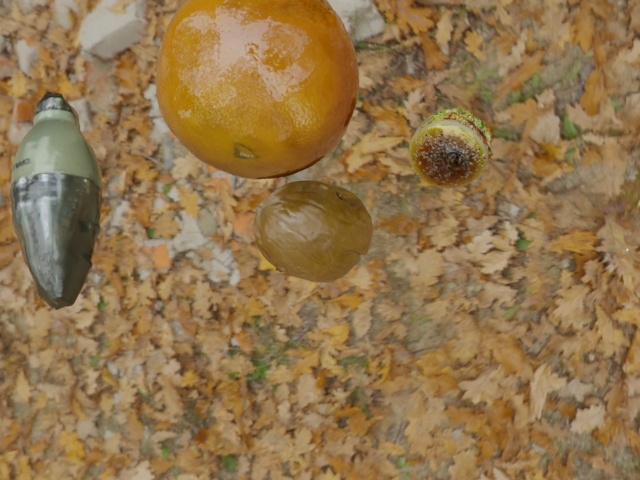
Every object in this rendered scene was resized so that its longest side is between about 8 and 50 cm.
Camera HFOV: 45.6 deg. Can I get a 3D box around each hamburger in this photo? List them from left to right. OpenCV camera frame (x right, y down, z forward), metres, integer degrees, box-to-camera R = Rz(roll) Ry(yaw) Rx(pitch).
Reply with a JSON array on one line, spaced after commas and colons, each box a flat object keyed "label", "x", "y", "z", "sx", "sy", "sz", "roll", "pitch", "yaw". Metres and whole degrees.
[{"label": "hamburger", "x": 0.207, "y": -0.145, "z": 1.210, "sx": 0.141, "sy": 0.081, "sz": 0.126, "roll": -36, "pitch": 110, "yaw": 31}]

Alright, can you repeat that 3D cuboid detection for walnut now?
[{"label": "walnut", "x": -0.001, "y": 0.001, "z": 1.180, "sx": 0.167, "sy": 0.211, "sz": 0.087, "roll": -59, "pitch": 37, "yaw": 16}]

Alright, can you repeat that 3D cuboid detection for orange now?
[{"label": "orange", "x": -0.079, "y": -0.201, "z": 0.968, "sx": 0.260, "sy": 0.261, "sz": 0.261, "roll": 0, "pitch": 89, "yaw": 22}]

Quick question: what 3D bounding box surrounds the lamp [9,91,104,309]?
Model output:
[{"label": "lamp", "x": -0.294, "y": -0.047, "z": 0.849, "sx": 0.101, "sy": 0.101, "sz": 0.250, "roll": -14, "pitch": 69, "yaw": 21}]
